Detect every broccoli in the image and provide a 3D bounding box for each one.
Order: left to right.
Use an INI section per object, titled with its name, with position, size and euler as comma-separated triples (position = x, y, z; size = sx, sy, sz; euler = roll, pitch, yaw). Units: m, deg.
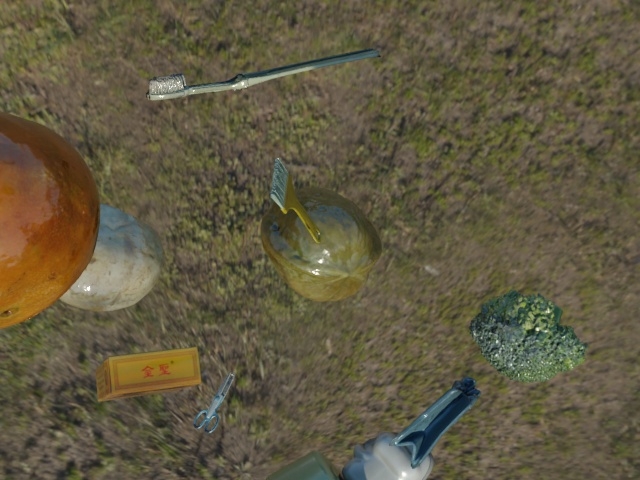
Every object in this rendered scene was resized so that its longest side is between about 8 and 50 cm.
[broccoli]
position = 0.392, 0.184, 1.638
size = 0.176, 0.226, 0.198
euler = -38, 98, 11

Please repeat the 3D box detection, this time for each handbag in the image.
[handbag]
position = 0.219, 0.323, 1.548
size = 0.179, 0.229, 0.062
euler = -44, 77, 4

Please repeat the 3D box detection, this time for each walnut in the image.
[walnut]
position = 0.000, 0.000, 1.856
size = 0.283, 0.227, 0.283
euler = 7, 32, -5

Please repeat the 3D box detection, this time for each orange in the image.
[orange]
position = -0.391, -0.016, 0.963
size = 0.284, 0.284, 0.226
euler = -21, 70, -10

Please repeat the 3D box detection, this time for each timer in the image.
[timer]
position = 0.090, 0.508, 1.735
size = 0.315, 0.291, 0.290
euler = -39, 81, -4

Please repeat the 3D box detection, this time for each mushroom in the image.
[mushroom]
position = -0.442, 0.057, 1.666
size = 0.254, 0.195, 0.189
euler = 17, 43, -17

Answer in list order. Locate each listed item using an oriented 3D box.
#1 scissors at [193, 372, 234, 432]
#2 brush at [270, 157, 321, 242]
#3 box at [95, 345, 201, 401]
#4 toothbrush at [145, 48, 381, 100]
[scissors]
position = -0.190, 0.298, 1.572
size = 0.058, 0.014, 0.119
euler = 10, 63, 42
[brush]
position = -0.039, -0.055, 1.529
size = 0.011, 0.205, 0.083
euler = -10, 53, 21
[box]
position = -0.354, 0.272, 1.717
size = 0.174, 0.274, 0.076
euler = -6, 79, -21
[toothbrush]
position = -0.067, -0.204, 1.040
size = 0.294, 0.028, 0.026
euler = -10, 33, -12
